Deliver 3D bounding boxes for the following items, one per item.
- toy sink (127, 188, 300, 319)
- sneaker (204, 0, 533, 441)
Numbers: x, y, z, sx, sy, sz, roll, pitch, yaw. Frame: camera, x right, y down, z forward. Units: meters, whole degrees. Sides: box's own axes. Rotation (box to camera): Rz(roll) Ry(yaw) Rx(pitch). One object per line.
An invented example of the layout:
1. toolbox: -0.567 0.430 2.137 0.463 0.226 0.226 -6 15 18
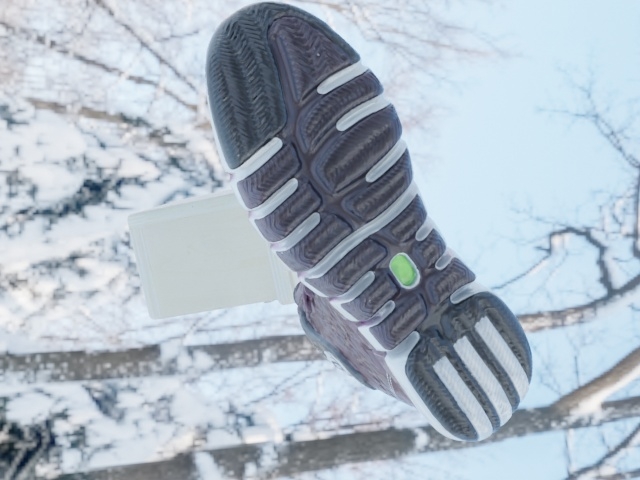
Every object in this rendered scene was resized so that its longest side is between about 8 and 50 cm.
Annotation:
1. toy sink: -0.071 0.004 1.148 0.153 0.234 0.131 -32 111 -74
2. sneaker: 0.000 0.000 0.623 0.281 0.106 0.162 59 -22 -10
